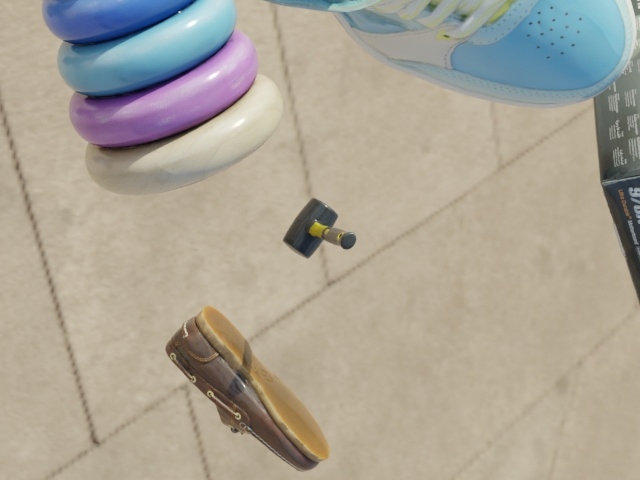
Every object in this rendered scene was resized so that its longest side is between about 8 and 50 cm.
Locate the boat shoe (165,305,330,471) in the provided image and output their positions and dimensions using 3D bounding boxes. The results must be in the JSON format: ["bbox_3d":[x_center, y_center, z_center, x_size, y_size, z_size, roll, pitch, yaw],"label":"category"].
[{"bbox_3d":[-0.078,0.166,1.478,0.073,0.207,0.073,-43,173,17],"label":"boat shoe"}]

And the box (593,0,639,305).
[{"bbox_3d":[0.222,-0.045,0.923,0.220,0.051,0.175,-81,153,-49],"label":"box"}]

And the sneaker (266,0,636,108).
[{"bbox_3d":[0.042,-0.131,0.639,0.319,0.208,0.127,29,107,-22],"label":"sneaker"}]

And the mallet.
[{"bbox_3d":[0.000,0.000,1.434,0.039,0.189,0.062,36,93,-13],"label":"mallet"}]

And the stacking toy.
[{"bbox_3d":[-0.142,-0.198,0.883,0.141,0.141,0.330,-42,122,-36],"label":"stacking toy"}]
